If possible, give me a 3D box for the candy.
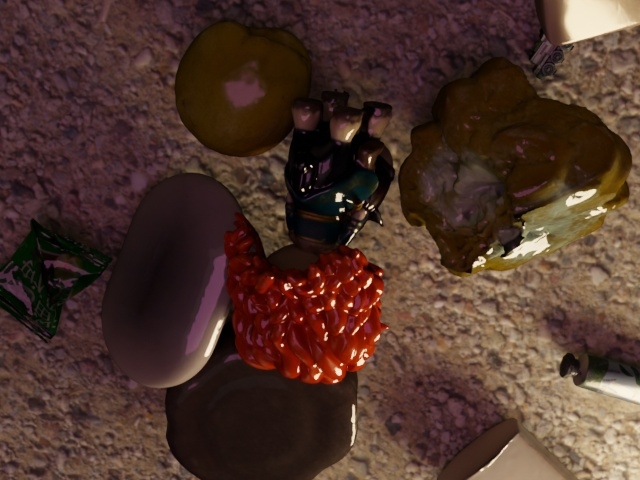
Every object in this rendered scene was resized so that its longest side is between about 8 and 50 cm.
[{"bbox_3d":[-0.427,0.058,1.951,0.141,0.078,0.203,44,119,-3],"label":"candy"}]

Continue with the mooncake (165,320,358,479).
[{"bbox_3d":[-0.089,0.257,1.981,0.306,0.154,0.306,1,112,2],"label":"mooncake"}]

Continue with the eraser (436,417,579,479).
[{"bbox_3d":[0.345,0.436,2.075,0.174,0.095,0.270,-42,105,16],"label":"eraser"}]

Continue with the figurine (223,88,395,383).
[{"bbox_3d":[0.003,-0.009,1.770,0.241,0.306,0.411,13,78,6],"label":"figurine"}]

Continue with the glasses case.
[{"bbox_3d":[0.460,-0.374,1.716,0.336,0.076,0.144,-14,143,3],"label":"glasses case"}]

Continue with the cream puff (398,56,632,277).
[{"bbox_3d":[0.281,-0.114,1.784,0.274,0.269,0.323,-5,158,-30],"label":"cream puff"}]

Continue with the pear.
[{"bbox_3d":[-0.110,-0.214,1.774,0.200,0.200,0.200,0,112,1],"label":"pear"}]

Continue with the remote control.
[{"bbox_3d":[-0.220,0.060,1.884,0.221,0.103,0.332,28,102,31],"label":"remote control"}]

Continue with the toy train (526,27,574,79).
[{"bbox_3d":[0.330,-0.275,1.821,0.053,0.033,0.083,33,109,-6],"label":"toy train"}]

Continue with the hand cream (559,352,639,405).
[{"bbox_3d":[0.507,0.228,2.016,0.256,0.055,0.088,15,116,-12],"label":"hand cream"}]
